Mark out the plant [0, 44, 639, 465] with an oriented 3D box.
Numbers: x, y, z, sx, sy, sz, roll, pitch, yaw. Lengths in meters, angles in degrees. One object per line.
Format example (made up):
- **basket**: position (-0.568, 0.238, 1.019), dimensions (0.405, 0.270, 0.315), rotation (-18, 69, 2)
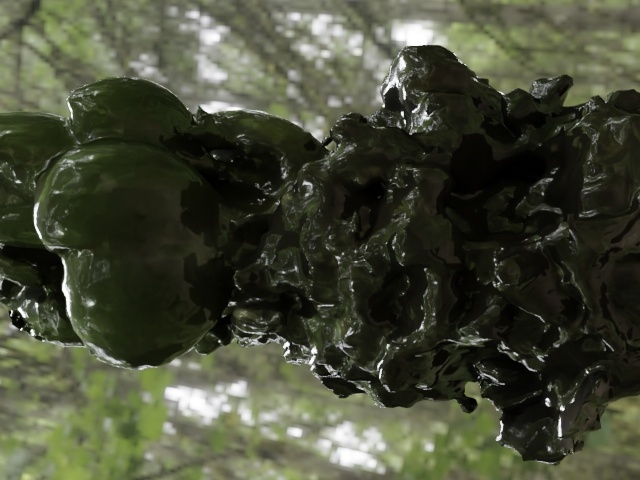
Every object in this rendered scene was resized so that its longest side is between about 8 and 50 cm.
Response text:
- **plant**: position (0.000, 0.000, 0.367), dimensions (0.087, 0.174, 0.085), rotation (7, -94, -71)
